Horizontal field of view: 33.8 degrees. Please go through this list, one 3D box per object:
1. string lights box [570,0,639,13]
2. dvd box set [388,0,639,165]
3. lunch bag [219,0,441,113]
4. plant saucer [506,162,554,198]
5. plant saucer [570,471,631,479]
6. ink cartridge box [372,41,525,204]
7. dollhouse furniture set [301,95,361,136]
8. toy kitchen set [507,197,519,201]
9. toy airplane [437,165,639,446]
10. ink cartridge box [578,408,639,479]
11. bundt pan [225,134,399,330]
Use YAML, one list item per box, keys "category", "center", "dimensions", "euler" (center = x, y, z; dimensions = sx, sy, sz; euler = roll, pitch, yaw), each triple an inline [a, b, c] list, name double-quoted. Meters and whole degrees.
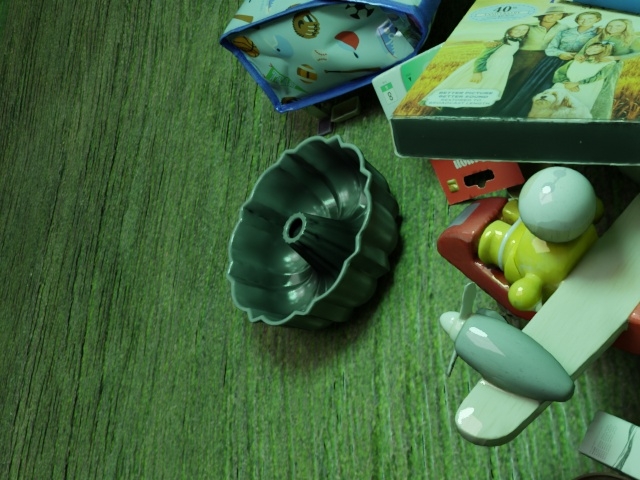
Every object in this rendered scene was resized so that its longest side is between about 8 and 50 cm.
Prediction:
- category: "string lights box"
  center: [0.428, -0.340, 1.303]
  dimensions: [0.133, 0.077, 0.259]
  euler: [-35, 39, -29]
- category: "dvd box set"
  center: [0.303, -0.232, 1.320]
  dimensions: [0.307, 0.062, 0.420]
  euler: [5, 38, 28]
- category: "lunch bag"
  center: [0.061, -0.431, 1.771]
  dimensions: [0.385, 0.239, 0.328]
  euler: [-8, 48, 42]
- category: "plant saucer"
  center: [0.304, -0.093, 1.512]
  dimensions: [0.083, 0.015, 0.083]
  euler: [-26, 51, 38]
- category: "plant saucer"
  center: [0.329, 0.359, 1.175]
  dimensions: [0.198, 0.036, 0.198]
  euler: [-12, 74, 52]
- category: "ink cartridge box"
  center: [0.181, -0.162, 1.528]
  dimensions: [0.181, 0.056, 0.225]
  euler: [-16, 97, 58]
- category: "dollhouse furniture set"
  center: [0.012, -0.255, 1.881]
  dimensions: [0.114, 0.081, 0.091]
  euler: [-18, 56, 41]
- category: "toy kitchen set"
  center: [0.270, -0.022, 1.467]
  dimensions: [0.075, 0.068, 0.083]
  euler: [-6, 65, 47]
- category: "toy airplane"
  center: [0.315, 0.036, 1.213]
  dimensions: [0.384, 0.272, 0.386]
  euler: [-17, 37, 16]
- category: "ink cartridge box"
  center: [0.372, 0.246, 1.170]
  dimensions: [0.135, 0.099, 0.056]
  euler: [20, 83, 51]
- category: "bundt pan"
  center: [0.000, 0.000, 1.714]
  dimensions: [0.331, 0.124, 0.331]
  euler: [-26, 52, 38]
